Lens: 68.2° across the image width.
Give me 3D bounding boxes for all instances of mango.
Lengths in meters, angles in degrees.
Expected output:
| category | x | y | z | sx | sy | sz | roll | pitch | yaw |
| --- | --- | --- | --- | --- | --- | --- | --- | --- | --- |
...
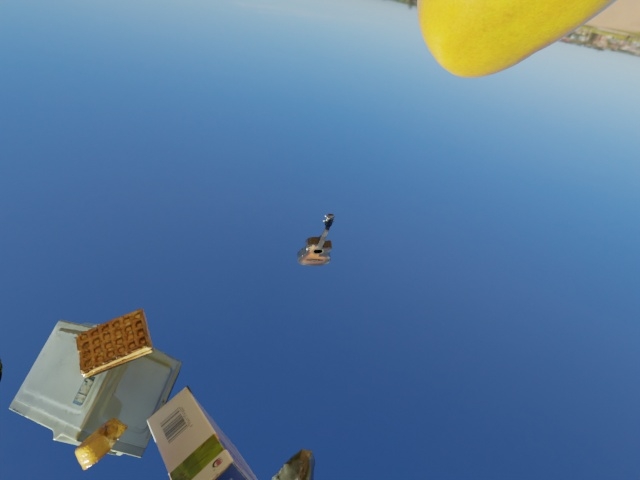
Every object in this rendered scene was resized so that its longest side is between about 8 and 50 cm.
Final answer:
| category | x | y | z | sx | sy | sz | roll | pitch | yaw |
| --- | --- | --- | --- | --- | --- | --- | --- | --- | --- |
| mango | 0.331 | -0.443 | 0.772 | 0.299 | 0.446 | 0.232 | 12 | -112 | -15 |

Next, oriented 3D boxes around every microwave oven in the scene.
| category | x | y | z | sx | sy | sz | roll | pitch | yaw |
| --- | --- | --- | --- | --- | --- | --- | --- | --- | --- |
| microwave oven | -0.574 | 0.379 | 1.240 | 0.354 | 0.218 | 0.287 | -1 | -122 | 36 |

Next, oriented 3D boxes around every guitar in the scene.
| category | x | y | z | sx | sy | sz | roll | pitch | yaw |
| --- | --- | --- | --- | --- | --- | --- | --- | --- | --- |
| guitar | 0.000 | 0.000 | 1.182 | 0.088 | 0.233 | 0.025 | 3 | -122 | -12 |

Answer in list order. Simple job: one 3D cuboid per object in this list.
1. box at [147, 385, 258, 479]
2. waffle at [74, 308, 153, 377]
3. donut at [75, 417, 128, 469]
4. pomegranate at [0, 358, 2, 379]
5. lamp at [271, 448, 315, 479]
| category | x | y | z | sx | sy | sz | roll | pitch | yaw |
| --- | --- | --- | --- | --- | --- | --- | --- | --- | --- |
| box | -0.207 | 0.439 | 0.907 | 0.106 | 0.200 | 0.299 | -38 | -155 | -19 |
| waffle | -0.430 | 0.215 | 0.991 | 0.147 | 0.042 | 0.102 | -22 | -127 | -12 |
| donut | -0.442 | 0.403 | 0.944 | 0.043 | 0.097 | 0.108 | 53 | -172 | -6 |
| pomegranate | -0.619 | 0.251 | 0.749 | 0.210 | 0.263 | 0.211 | -16 | -175 | 1 |
| lamp | -0.075 | 0.549 | 0.980 | 0.101 | 0.250 | 0.101 | 26 | -175 | -2 |
